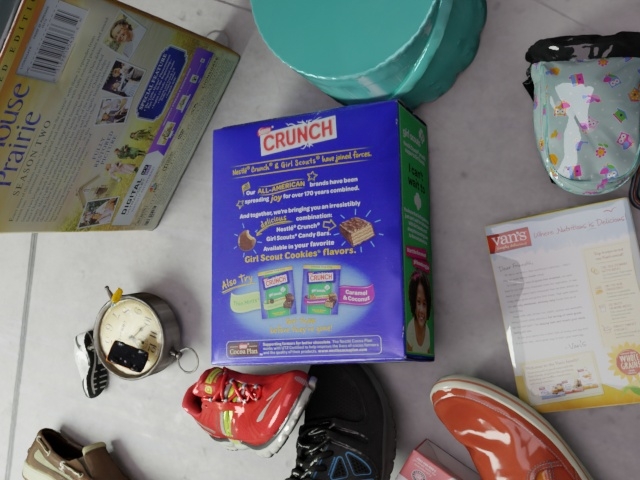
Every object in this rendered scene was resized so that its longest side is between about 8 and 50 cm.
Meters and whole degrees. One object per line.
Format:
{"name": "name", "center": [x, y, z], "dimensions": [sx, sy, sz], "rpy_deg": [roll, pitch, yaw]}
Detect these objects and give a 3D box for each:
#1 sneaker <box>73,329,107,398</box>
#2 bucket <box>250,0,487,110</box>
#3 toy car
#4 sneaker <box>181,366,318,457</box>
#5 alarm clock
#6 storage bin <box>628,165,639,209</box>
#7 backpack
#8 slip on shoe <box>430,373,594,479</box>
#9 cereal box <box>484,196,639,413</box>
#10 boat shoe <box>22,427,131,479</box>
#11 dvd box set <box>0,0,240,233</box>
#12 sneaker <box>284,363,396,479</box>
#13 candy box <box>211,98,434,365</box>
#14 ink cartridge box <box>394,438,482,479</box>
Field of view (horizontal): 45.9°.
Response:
{"name": "sneaker", "center": [-0.372, 0.199, 1.214], "dimensions": [0.043, 0.040, 0.109], "rpy_deg": [-9, 84, 39]}
{"name": "bucket", "center": [0.060, -0.302, 0.936], "dimensions": [0.281, 0.183, 0.281], "rpy_deg": [1, 92, 23]}
{"name": "toy car", "center": [-0.283, 0.134, 1.116], "dimensions": [0.040, 0.060, 0.122], "rpy_deg": [149, 125, -63]}
{"name": "sneaker", "center": [-0.108, 0.213, 0.992], "dimensions": [0.118, 0.107, 0.279], "rpy_deg": [41, 145, -15]}
{"name": "alarm clock", "center": [-0.261, 0.152, 1.148], "dimensions": [0.192, 0.064, 0.129], "rpy_deg": [23, 100, 23]}
{"name": "storage bin", "center": [0.417, -0.059, 0.844], "dimensions": [0.135, 0.091, 0.098], "rpy_deg": [14, 97, 23]}
{"name": "backpack", "center": [0.308, -0.143, 0.875], "dimensions": [0.152, 0.115, 0.182], "rpy_deg": [0, 94, 20]}
{"name": "slip on shoe", "center": [0.249, 0.298, 0.901], "dimensions": [0.331, 0.101, 0.123], "rpy_deg": [50, 143, 12]}
{"name": "cereal box", "center": [0.308, 0.081, 0.916], "dimensions": [0.173, 0.047, 0.240], "rpy_deg": [-11, 87, 23]}
{"name": "boat shoe", "center": [-0.360, 0.364, 1.181], "dimensions": [0.257, 0.095, 0.095], "rpy_deg": [14, 91, 22]}
{"name": "dvd box set", "center": [-0.289, -0.150, 0.959], "dimensions": [0.062, 0.420, 0.308], "rpy_deg": [33, 104, 18]}
{"name": "sneaker", "center": [0.015, 0.297, 0.953], "dimensions": [0.125, 0.139, 0.341], "rpy_deg": [-27, 57, 39]}
{"name": "candy box", "center": [0.000, 0.000, 0.978], "dimensions": [0.268, 0.122, 0.317], "rpy_deg": [-5, 80, 24]}
{"name": "ink cartridge box", "center": [0.129, 0.378, 0.989], "dimensions": [0.115, 0.067, 0.198], "rpy_deg": [33, 102, 20]}
